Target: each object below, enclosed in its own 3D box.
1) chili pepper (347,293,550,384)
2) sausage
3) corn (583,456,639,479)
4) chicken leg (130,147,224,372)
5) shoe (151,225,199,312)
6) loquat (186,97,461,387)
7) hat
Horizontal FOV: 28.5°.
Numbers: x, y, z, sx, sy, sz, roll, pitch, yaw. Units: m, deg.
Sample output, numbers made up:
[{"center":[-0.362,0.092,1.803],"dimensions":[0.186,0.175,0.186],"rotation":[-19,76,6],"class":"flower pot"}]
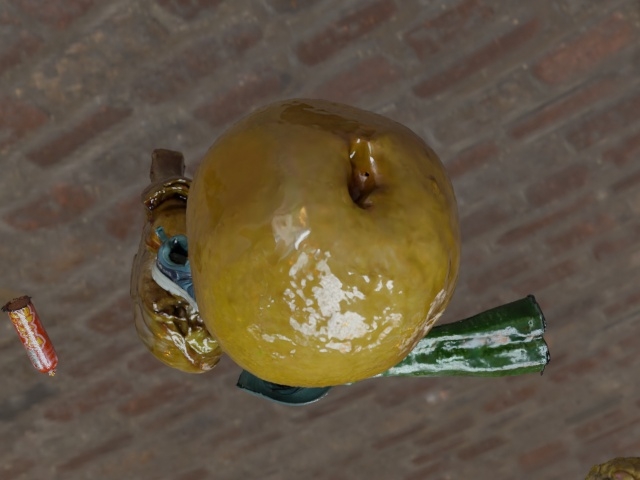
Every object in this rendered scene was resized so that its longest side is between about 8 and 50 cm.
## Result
[{"center":[0.116,0.116,1.272],"dimensions":[0.227,0.059,0.088],"rotation":[-10,109,-11],"class":"chili pepper"},{"center":[-0.446,0.156,1.966],"dimensions":[0.050,0.048,0.145],"rotation":[-35,124,-27],"class":"sausage"},{"center":[0.348,0.248,1.056],"dimensions":[0.292,0.101,0.101],"rotation":[18,136,-16],"class":"corn"},{"center":[-0.209,-0.019,1.892],"dimensions":[0.182,0.409,0.295],"rotation":[-9,137,-2],"class":"chicken leg"},{"center":[-0.135,0.036,1.433],"dimensions":[0.064,0.143,0.071],"rotation":[-26,132,-36],"class":"shoe"},{"center":[0.000,0.000,0.902],"dimensions":[0.208,0.208,0.208],"rotation":[-15,148,-9],"class":"loquat"},{"center":[-0.052,0.141,1.639],"dimensions":[0.078,0.191,0.138],"rotation":[45,73,-32],"class":"hat"}]
